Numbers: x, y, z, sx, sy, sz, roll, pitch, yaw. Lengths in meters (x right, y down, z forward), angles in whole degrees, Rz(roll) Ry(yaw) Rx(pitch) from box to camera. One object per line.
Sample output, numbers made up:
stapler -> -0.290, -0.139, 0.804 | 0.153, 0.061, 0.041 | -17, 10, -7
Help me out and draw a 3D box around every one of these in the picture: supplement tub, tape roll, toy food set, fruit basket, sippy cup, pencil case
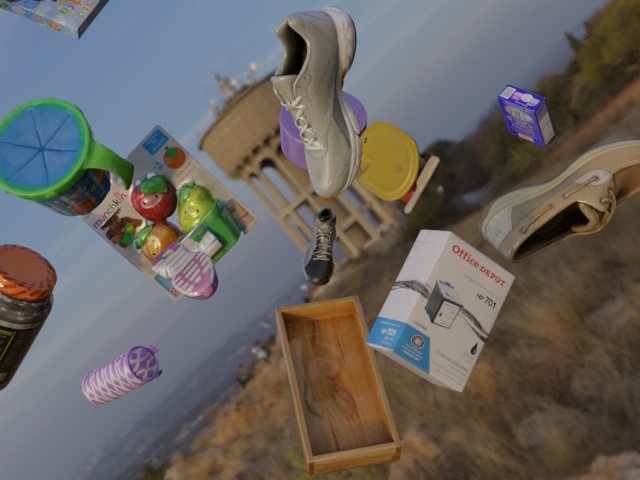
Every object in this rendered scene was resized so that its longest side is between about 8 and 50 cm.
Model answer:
supplement tub -> -0.769, 0.186, 2.107 | 0.338, 0.207, 0.207 | -54, -6, 23
tape roll -> 0.006, -0.240, 1.927 | 0.189, 0.189, 0.080 | -39, -32, -29
toy food set -> 0.151, -0.133, 1.624 | 0.071, 0.218, 0.128 | 8, -68, -38
fruit basket -> -0.390, -0.059, 2.263 | 0.327, 0.353, 0.165 | -44, 17, 11
sippy cup -> -0.584, -0.165, 1.992 | 0.240, 0.305, 0.224 | -44, -20, -8
pencil case -> -0.434, 0.289, 1.927 | 0.206, 0.086, 0.088 | -28, 30, 37

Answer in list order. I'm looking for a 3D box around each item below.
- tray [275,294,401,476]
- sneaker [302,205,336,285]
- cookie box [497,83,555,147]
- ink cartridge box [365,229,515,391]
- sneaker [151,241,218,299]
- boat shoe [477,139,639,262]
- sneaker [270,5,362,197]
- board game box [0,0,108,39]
tray -> 0.032, 0.319, 2.019 | 0.202, 0.411, 0.076 | -8, -40, -8
sneaker -> 0.000, 0.000, 2.386 | 0.132, 0.086, 0.229 | 94, -178, -50
cookie box -> 0.400, -0.241, 1.727 | 0.040, 0.092, 0.107 | -47, -41, -12
ink cartridge box -> 0.174, 0.099, 1.281 | 0.191, 0.139, 0.082 | -62, 23, -10
sneaker -> -0.263, 0.080, 1.857 | 0.095, 0.104, 0.236 | -44, 30, -13
boat shoe -> 0.437, -0.057, 1.491 | 0.341, 0.110, 0.122 | -26, -44, -7
sneaker -> -0.018, -0.186, 1.221 | 0.121, 0.263, 0.099 | -13, 12, -43
board game box -> -0.605, -0.556, 2.023 | 0.039, 0.211, 0.160 | 107, -173, -58
